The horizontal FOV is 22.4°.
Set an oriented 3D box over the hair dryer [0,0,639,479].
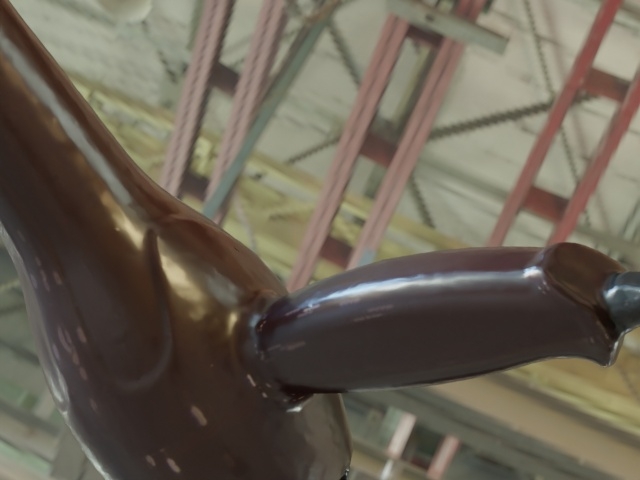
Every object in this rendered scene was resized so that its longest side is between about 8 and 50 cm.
[{"bbox_3d":[0.000,0.000,0.693,0.340,0.123,0.312,-13,-64,34],"label":"hair dryer"}]
